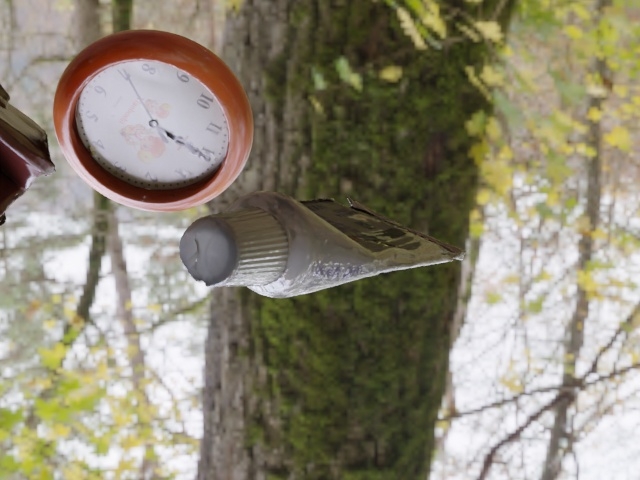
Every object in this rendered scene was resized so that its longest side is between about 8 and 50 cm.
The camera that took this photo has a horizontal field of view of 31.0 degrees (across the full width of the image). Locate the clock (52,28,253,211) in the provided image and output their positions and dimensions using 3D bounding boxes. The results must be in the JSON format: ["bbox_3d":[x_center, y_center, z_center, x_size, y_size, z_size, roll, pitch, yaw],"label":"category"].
[{"bbox_3d":[-0.170,-0.119,1.173,0.205,0.205,0.051,1,-144,5],"label":"clock"}]

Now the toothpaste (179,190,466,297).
[{"bbox_3d":[-0.001,-0.002,0.785,0.068,0.099,0.282,-42,163,22],"label":"toothpaste"}]

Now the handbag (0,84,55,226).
[{"bbox_3d":[-0.342,-0.138,0.981,0.260,0.084,0.275,42,180,-22],"label":"handbag"}]
